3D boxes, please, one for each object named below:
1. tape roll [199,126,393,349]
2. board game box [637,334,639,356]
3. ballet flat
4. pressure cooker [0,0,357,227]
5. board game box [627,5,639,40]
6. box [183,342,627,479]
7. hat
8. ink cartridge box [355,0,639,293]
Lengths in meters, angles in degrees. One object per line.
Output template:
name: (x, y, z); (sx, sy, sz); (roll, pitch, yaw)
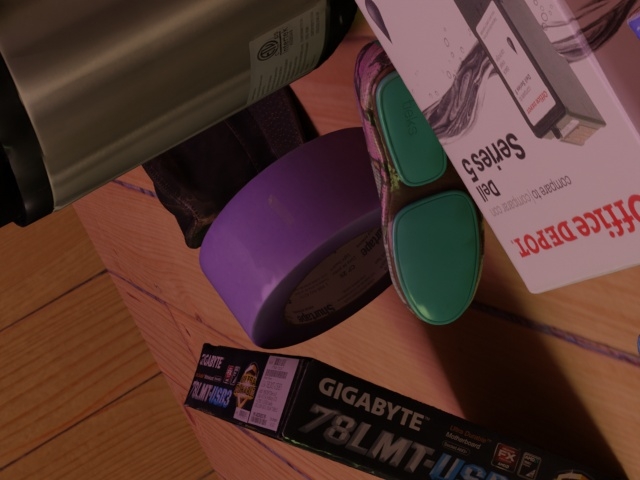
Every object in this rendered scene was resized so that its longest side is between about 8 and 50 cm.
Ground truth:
tape roll: (0.000, 0.000, 1.135); (0.080, 0.189, 0.189); (53, 162, 22)
board game box: (0.242, 0.278, 0.658); (0.390, 0.050, 0.390); (71, -178, -52)
ballet flat: (0.069, -0.046, 1.008); (0.079, 0.077, 0.221); (-114, 7, -61)
pressure cooker: (-0.227, -0.209, 1.027); (0.375, 0.420, 0.370); (36, 153, 53)
board game box: (0.271, -0.012, 0.425); (0.291, 0.141, 0.232); (58, 163, 1)
box: (0.059, 0.168, 1.181); (0.295, 0.073, 0.293); (22, 173, -17)
hat: (-0.111, -0.071, 1.429); (0.331, 0.134, 0.331); (52, 161, 25)
ink cartridge box: (0.120, -0.122, 0.710); (0.273, 0.115, 0.198); (59, 163, 0)
